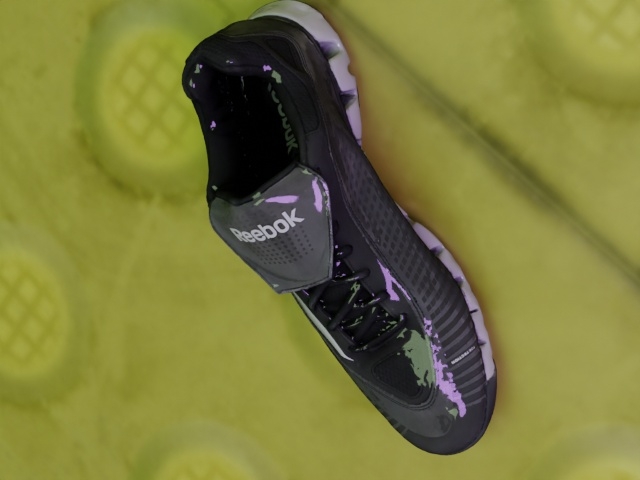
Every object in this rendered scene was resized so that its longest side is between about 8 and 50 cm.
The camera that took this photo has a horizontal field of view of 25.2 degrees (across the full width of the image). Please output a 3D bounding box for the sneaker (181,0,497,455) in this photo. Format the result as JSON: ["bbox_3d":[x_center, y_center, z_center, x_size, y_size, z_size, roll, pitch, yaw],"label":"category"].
[{"bbox_3d":[0.000,0.000,0.656,0.078,0.106,0.234,-28,86,29],"label":"sneaker"}]
